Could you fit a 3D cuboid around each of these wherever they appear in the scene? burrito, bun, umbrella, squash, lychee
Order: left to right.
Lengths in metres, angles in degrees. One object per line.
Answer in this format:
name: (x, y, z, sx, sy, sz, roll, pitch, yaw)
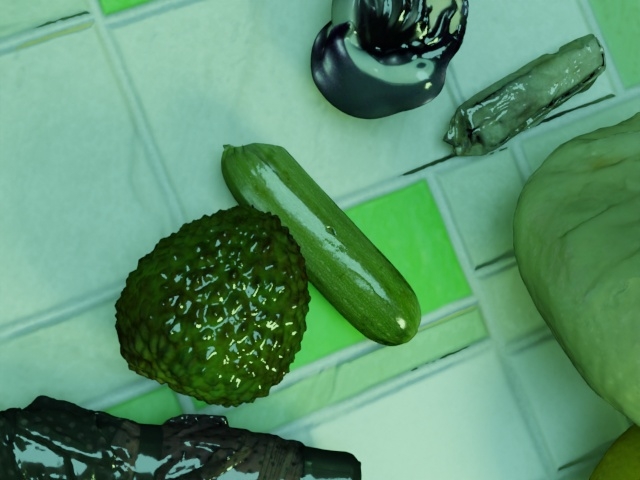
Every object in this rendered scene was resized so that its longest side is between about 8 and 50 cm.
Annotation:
umbrella: (-0.124, 0.188, 0.919, 0.326, 0.094, 0.090, 10, 37, -10)
lychee: (-0.080, 0.051, 0.908, 0.171, 0.171, 0.171, 2, 83, -13)
squash: (0.000, 0.000, 0.981, 0.239, 0.069, 0.069, 46, 76, -6)
burrito: (0.194, -0.134, 1.054, 0.188, 0.045, 0.058, -32, 102, -16)
bun: (0.338, 0.012, 0.935, 0.361, 0.213, 0.361, 7, 43, -7)

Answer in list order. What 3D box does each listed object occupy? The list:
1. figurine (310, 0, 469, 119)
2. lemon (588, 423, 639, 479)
figurine: (0.063, -0.216, 0.999, 0.145, 0.145, 0.222, 13, 71, -11)
lemon: (0.317, 0.248, 0.965, 0.187, 0.187, 0.244, 12, 63, -11)
